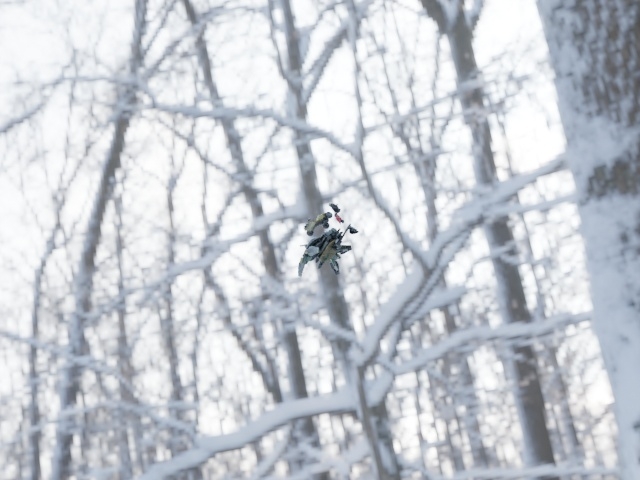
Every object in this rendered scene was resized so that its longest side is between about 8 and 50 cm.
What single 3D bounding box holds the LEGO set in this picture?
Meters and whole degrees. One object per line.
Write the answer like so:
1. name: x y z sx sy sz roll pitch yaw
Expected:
1. LEGO set: 0.002 -0.002 0.900 0.054 0.023 0.083 -31 -31 -30
